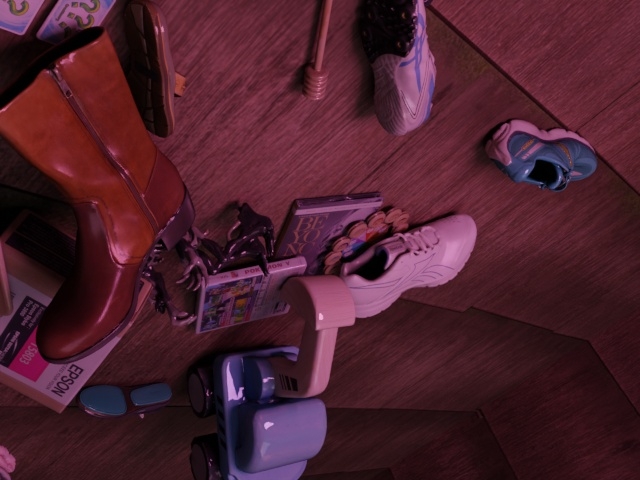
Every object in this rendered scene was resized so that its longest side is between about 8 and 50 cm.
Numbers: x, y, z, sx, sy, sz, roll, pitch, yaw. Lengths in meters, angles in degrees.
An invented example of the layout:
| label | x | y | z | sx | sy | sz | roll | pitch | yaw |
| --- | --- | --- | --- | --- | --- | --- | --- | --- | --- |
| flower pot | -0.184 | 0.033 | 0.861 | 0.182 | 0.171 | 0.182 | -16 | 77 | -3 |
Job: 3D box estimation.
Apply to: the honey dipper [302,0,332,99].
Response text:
| label | x | y | z | sx | sy | sz | roll | pitch | yaw |
| --- | --- | --- | --- | --- | --- | --- | --- | --- | --- |
| honey dipper | 0.003 | -0.238 | 0.813 | 0.030 | 0.031 | 0.161 | -13 | 144 | -21 |

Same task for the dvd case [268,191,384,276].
| label | x | y | z | sx | sy | sz | roll | pitch | yaw |
| --- | --- | --- | --- | --- | --- | --- | --- | --- | --- |
| dvd case | 0.000 | 0.000 | 1.186 | 0.164 | 0.018 | 0.221 | -7 | 145 | -28 |

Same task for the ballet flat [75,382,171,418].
| label | x | y | z | sx | sy | sz | roll | pitch | yaw |
| --- | --- | --- | --- | --- | --- | --- | --- | --- | --- |
| ballet flat | -0.389 | 0.321 | 1.342 | 0.203 | 0.074 | 0.074 | 5 | 138 | -45 |

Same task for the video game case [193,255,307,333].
| label | x | y | z | sx | sy | sz | roll | pitch | yaw |
| --- | --- | --- | --- | --- | --- | --- | --- | --- | --- |
| video game case | -0.129 | 0.099 | 1.212 | 0.183 | 0.023 | 0.201 | -11 | 154 | -20 |

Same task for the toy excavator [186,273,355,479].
| label | x | y | z | sx | sy | sz | roll | pitch | yaw |
| --- | --- | --- | --- | --- | --- | --- | --- | --- | --- |
| toy excavator | -0.071 | 0.284 | 1.298 | 0.222 | 0.434 | 0.445 | -3 | 178 | -33 |

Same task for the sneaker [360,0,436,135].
| label | x | y | z | sx | sy | sz | roll | pitch | yaw |
| --- | --- | --- | --- | --- | --- | --- | --- | --- | --- |
| sneaker | 0.106 | -0.233 | 0.858 | 0.086 | 0.085 | 0.237 | -44 | 153 | -20 |

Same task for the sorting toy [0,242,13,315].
| label | x | y | z | sx | sy | sz | roll | pitch | yaw |
| --- | --- | --- | --- | --- | --- | --- | --- | --- | --- |
| sorting toy | -0.468 | 0.013 | 0.767 | 0.208 | 0.038 | 0.193 | -7 | 118 | -16 |

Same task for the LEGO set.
| label | x | y | z | sx | sy | sz | roll | pitch | yaw |
| --- | --- | --- | --- | --- | --- | --- | --- | --- | --- |
| LEGO set | -0.217 | -0.264 | 0.582 | 0.244 | 0.060 | 0.182 | -43 | 150 | 26 |

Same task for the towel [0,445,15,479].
| label | x | y | z | sx | sy | sz | roll | pitch | yaw |
| --- | --- | --- | --- | --- | --- | --- | --- | --- | --- |
| towel | -0.584 | 0.228 | 0.817 | 0.316 | 0.054 | 0.332 | -5 | 139 | 8 |

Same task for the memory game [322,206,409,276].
| label | x | y | z | sx | sy | sz | roll | pitch | yaw |
| --- | --- | --- | --- | --- | --- | --- | --- | --- | --- |
| memory game | 0.084 | 0.005 | 1.234 | 0.186 | 0.012 | 0.186 | -27 | 155 | -14 |

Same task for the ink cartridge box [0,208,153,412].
| label | x | y | z | sx | sy | sz | roll | pitch | yaw |
| --- | --- | --- | --- | --- | --- | --- | --- | --- | --- |
| ink cartridge box | -0.369 | 0.101 | 0.912 | 0.193 | 0.088 | 0.235 | 34 | 122 | -15 |

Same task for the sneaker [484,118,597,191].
| label | x | y | z | sx | sy | sz | roll | pitch | yaw |
| --- | --- | --- | --- | --- | --- | --- | --- | --- | --- |
| sneaker | 0.394 | -0.128 | 1.193 | 0.275 | 0.110 | 0.107 | 1 | 141 | -38 |

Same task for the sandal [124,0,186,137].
| label | x | y | z | sx | sy | sz | roll | pitch | yaw |
| --- | --- | --- | --- | --- | --- | --- | --- | --- | --- |
| sandal | -0.174 | -0.182 | 0.740 | 0.049 | 0.072 | 0.180 | -40 | 158 | -34 |

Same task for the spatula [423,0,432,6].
| label | x | y | z | sx | sy | sz | roll | pitch | yaw |
| --- | --- | --- | --- | --- | --- | --- | --- | --- | --- |
| spatula | 0.093 | -0.354 | 0.695 | 0.084 | 0.030 | 0.296 | -26 | 150 | 0 |

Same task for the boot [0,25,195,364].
| label | x | y | z | sx | sy | sz | roll | pitch | yaw |
| --- | --- | --- | --- | --- | --- | --- | --- | --- | --- |
| boot | -0.252 | -0.033 | 0.710 | 0.264 | 0.096 | 0.280 | -50 | 150 | -22 |

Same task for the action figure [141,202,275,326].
| label | x | y | z | sx | sy | sz | roll | pitch | yaw |
| --- | --- | --- | --- | --- | --- | --- | --- | --- | --- |
| action figure | -0.199 | 0.035 | 0.976 | 0.275 | 0.141 | 0.164 | -13 | 159 | -23 |

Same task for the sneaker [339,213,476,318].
| label | x | y | z | sx | sy | sz | roll | pitch | yaw |
| --- | --- | --- | --- | --- | --- | --- | --- | --- | --- |
| sneaker | 0.163 | 0.034 | 1.248 | 0.297 | 0.111 | 0.129 | -31 | 150 | -11 |
